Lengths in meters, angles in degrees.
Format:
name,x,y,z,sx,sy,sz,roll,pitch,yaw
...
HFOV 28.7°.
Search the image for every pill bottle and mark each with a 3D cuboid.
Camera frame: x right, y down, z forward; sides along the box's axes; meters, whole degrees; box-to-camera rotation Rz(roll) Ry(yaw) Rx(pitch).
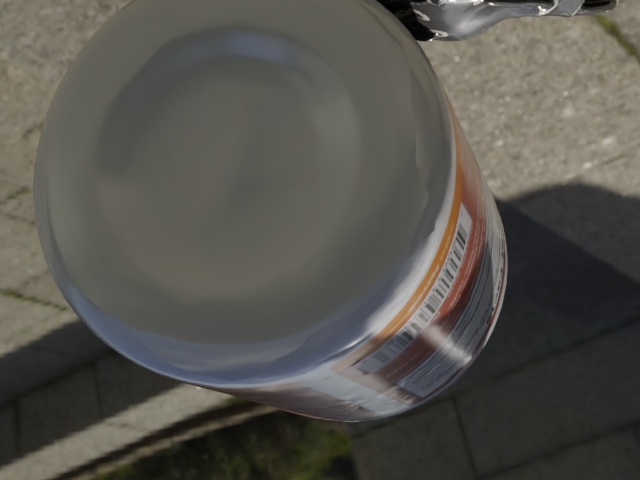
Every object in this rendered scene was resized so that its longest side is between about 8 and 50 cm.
name,x,y,z,sx,sy,sz,roll,pitch,yaw
pill bottle,0.000,0.000,0.433,0.121,0.121,0.216,-19,164,9

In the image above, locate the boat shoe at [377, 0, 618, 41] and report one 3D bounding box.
name,x,y,z,sx,sy,sz,roll,pitch,yaw
boat shoe,0.047,-0.103,0.428,0.228,0.080,0.076,-18,149,-45
